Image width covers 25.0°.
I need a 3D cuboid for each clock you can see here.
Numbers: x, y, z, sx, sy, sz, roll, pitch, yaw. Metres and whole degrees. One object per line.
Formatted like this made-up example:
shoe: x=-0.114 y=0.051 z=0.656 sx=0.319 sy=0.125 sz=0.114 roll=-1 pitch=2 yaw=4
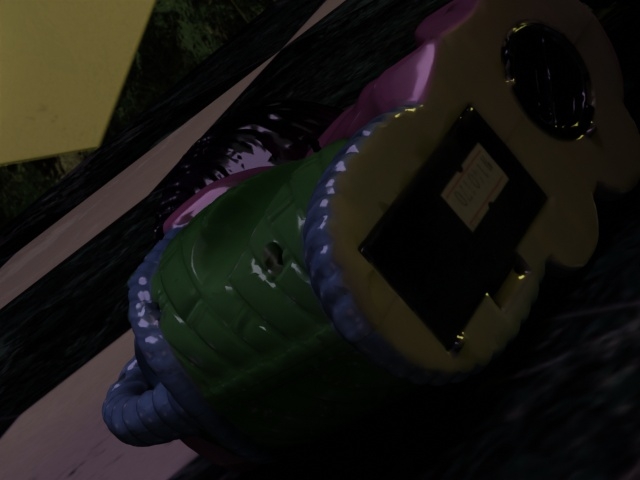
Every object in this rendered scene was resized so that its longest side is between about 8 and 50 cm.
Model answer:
clock: x=0.000 y=0.000 z=0.537 sx=0.195 sy=0.100 sz=0.194 roll=-23 pitch=20 yaw=50

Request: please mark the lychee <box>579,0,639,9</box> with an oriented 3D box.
lychee: x=0.137 y=-0.250 z=0.656 sx=0.306 sy=0.306 sz=0.330 roll=-42 pitch=-14 yaw=-20
